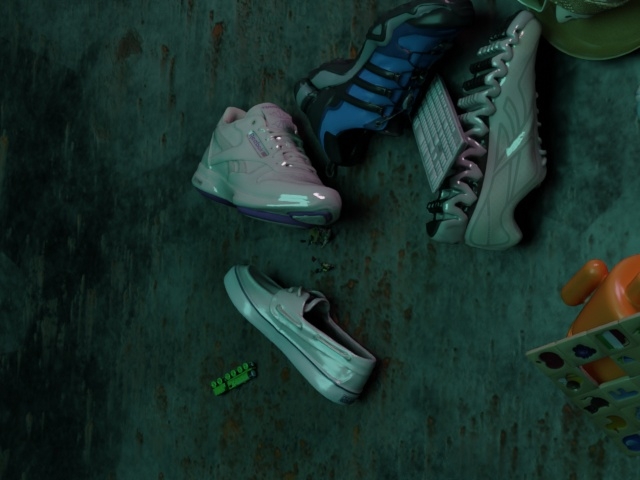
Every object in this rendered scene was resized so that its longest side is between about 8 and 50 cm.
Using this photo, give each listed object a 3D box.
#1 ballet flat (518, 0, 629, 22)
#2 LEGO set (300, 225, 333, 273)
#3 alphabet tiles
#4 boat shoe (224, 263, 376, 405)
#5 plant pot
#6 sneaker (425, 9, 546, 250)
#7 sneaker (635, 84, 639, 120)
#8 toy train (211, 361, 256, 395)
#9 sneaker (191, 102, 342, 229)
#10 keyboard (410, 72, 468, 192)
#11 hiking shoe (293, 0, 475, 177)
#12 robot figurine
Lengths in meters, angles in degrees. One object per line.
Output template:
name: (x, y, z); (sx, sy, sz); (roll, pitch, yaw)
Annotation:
ballet flat: (0.276, -0.292, 1.897); (0.206, 0.073, 0.067); (35, 136, 41)
LEGO set: (-0.001, 0.001, 2.178); (0.054, 0.023, 0.083); (4, 102, 44)
alphabet tiles: (0.364, 0.160, 1.717); (0.198, 0.237, 0.009); (-24, 35, 38)
boat shoe: (-0.022, 0.103, 2.146); (0.258, 0.095, 0.084); (43, 110, 24)
plant pot: (0.339, -0.325, 1.897); (0.236, 0.032, 0.236); (-4, 84, 41)
sneaker: (0.218, -0.127, 1.941); (0.110, 0.118, 0.292); (-141, 67, -81)
sneaker: (0.434, -0.037, 1.723); (0.319, 0.127, 0.208); (32, 105, 40)
toy train: (-0.119, 0.192, 2.263); (0.083, 0.017, 0.023); (-31, 76, 35)
sneaker: (-0.070, -0.104, 2.162); (0.305, 0.114, 0.152); (23, 96, 53)
keyboard: (0.139, -0.133, 1.968); (0.072, 0.014, 0.256); (-56, 15, 18)
hiking shoe: (0.098, -0.201, 2.062); (0.304, 0.113, 0.132); (-35, 72, 45)
robot figurine: (0.343, 0.101, 1.764); (0.219, 0.158, 0.128); (115, 166, -53)
